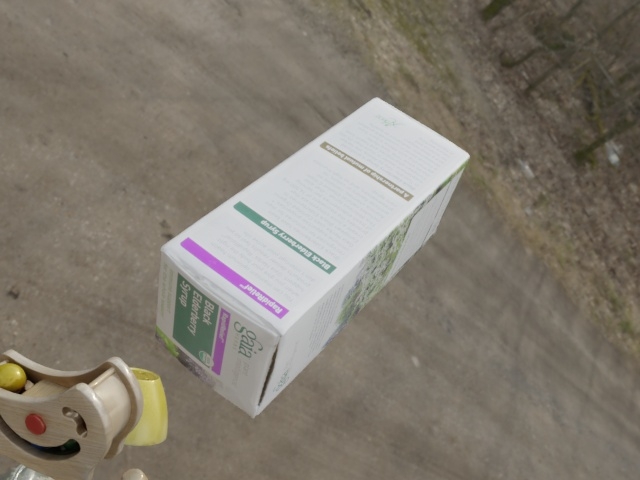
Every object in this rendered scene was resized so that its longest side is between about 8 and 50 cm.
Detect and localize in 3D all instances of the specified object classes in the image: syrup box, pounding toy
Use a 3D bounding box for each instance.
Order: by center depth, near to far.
[{"bbox_3d":[0.000,0.000,0.502,0.096,0.093,0.237,35,48,18],"label":"syrup box"},{"bbox_3d":[-0.317,0.224,0.848,0.269,0.154,0.155,18,25,15],"label":"pounding toy"}]

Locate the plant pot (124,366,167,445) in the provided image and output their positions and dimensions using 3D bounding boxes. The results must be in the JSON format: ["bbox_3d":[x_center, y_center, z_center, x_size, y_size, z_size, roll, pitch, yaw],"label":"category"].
[{"bbox_3d":[-0.306,0.262,1.164,0.134,0.134,0.095,12,93,-46],"label":"plant pot"}]

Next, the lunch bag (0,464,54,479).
[{"bbox_3d":[-0.592,0.593,1.301,0.212,0.256,0.305,51,20,-25],"label":"lunch bag"}]
